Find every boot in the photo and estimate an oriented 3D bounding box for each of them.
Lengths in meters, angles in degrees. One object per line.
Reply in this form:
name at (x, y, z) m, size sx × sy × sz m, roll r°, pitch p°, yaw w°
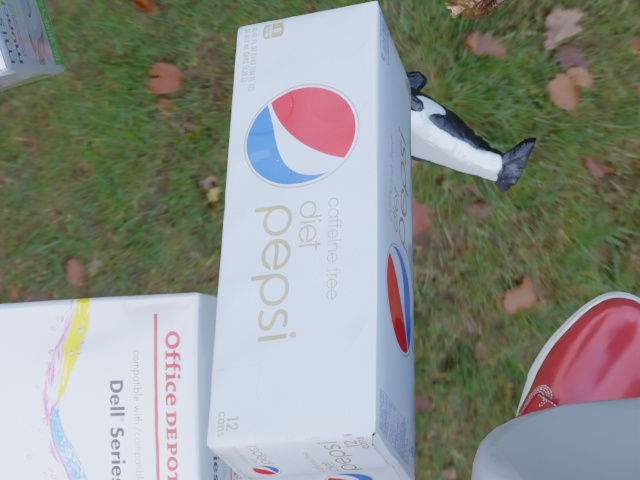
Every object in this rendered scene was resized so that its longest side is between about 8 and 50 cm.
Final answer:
boot at (0.161, 0.152, 0.829) m, size 0.088 × 0.176 × 0.244 m, roll 30°, pitch 98°, yaw 6°

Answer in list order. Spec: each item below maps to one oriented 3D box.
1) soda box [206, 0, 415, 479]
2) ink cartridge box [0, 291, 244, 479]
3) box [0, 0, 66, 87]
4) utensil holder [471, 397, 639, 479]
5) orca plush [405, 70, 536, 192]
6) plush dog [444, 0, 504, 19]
soda box at (0.000, 0.000, 0.559) m, size 0.073 × 0.069 × 0.216 m, roll -7°, pitch 59°, yaw 16°
ink cartridge box at (-0.185, 0.155, 1.132) m, size 0.353 × 0.119 × 0.207 m, roll -5°, pitch 82°, yaw 15°
box at (-0.383, -0.165, 1.077) m, size 0.262 × 0.231 × 0.127 m, roll -15°, pitch 97°, yaw 3°
utensil holder at (0.196, 0.268, 0.416) m, size 0.327 × 0.327 × 0.386 m, roll 3°, pitch 94°, yaw 5°
orca plush at (0.122, -0.166, 1.484) m, size 0.287 × 0.151 × 0.102 m, roll 17°, pitch 67°, yaw 5°
plush dog at (0.085, -0.262, 0.743) m, size 0.225 × 0.262 × 0.210 m, roll 41°, pitch 140°, yaw -13°
